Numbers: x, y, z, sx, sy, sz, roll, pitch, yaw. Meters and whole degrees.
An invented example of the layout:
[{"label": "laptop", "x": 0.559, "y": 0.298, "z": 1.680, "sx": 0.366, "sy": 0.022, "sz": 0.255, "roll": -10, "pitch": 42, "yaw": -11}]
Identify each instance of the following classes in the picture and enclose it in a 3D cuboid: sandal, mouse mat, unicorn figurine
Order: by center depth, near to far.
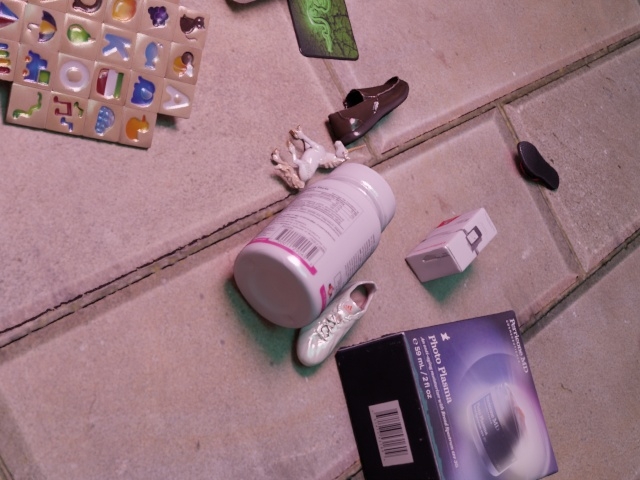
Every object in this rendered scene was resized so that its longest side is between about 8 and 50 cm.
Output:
[{"label": "unicorn figurine", "x": -0.016, "y": -0.151, "z": 1.584, "sx": 0.111, "sy": 0.060, "sz": 0.162, "roll": 47, "pitch": 67, "yaw": -16}, {"label": "mouse mat", "x": 0.000, "y": -0.441, "z": 1.733, "sx": 0.153, "sy": 0.007, "sz": 0.189, "roll": -6, "pitch": 77, "yaw": -40}, {"label": "sandal", "x": 0.481, "y": -0.162, "z": 2.001, "sx": 0.179, "sy": 0.040, "sz": 0.067, "roll": 33, "pitch": 60, "yaw": -43}]

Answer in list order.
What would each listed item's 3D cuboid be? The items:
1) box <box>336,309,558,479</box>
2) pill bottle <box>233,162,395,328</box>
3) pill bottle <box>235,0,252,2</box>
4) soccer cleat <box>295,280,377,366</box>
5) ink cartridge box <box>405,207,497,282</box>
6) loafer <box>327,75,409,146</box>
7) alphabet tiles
[{"label": "box", "x": 0.220, "y": 0.291, "z": 1.520, "sx": 0.294, "sy": 0.183, "sz": 0.296, "roll": -6, "pitch": 78, "yaw": -41}, {"label": "pill bottle", "x": 0.000, "y": 0.000, "z": 1.463, "sx": 0.160, "sy": 0.160, "sz": 0.283, "roll": 53, "pitch": 50, "yaw": -11}, {"label": "pill bottle", "x": -0.076, "y": -0.519, "z": 1.616, "sx": 0.229, "sy": 0.131, "sz": 0.131, "roll": -31, "pitch": 94, "yaw": -41}, {"label": "soccer cleat", "x": 0.026, "y": 0.131, "z": 1.490, "sx": 0.068, "sy": 0.076, "sz": 0.196, "roll": 51, "pitch": 50, "yaw": -13}, {"label": "ink cartridge box", "x": 0.250, "y": 0.010, "z": 1.695, "sx": 0.150, "sy": 0.109, "sz": 0.063, "roll": -41, "pitch": 104, "yaw": -40}, {"label": "loafer", "x": 0.092, "y": -0.262, "z": 1.689, "sx": 0.078, "sy": 0.080, "sz": 0.220, "roll": 53, "pitch": 49, "yaw": -11}, {"label": "alphabet tiles", "x": -0.329, "y": -0.295, "z": 1.322, "sx": 0.343, "sy": 0.011, "sz": 0.285, "roll": 8, "pitch": 97, "yaw": -37}]
